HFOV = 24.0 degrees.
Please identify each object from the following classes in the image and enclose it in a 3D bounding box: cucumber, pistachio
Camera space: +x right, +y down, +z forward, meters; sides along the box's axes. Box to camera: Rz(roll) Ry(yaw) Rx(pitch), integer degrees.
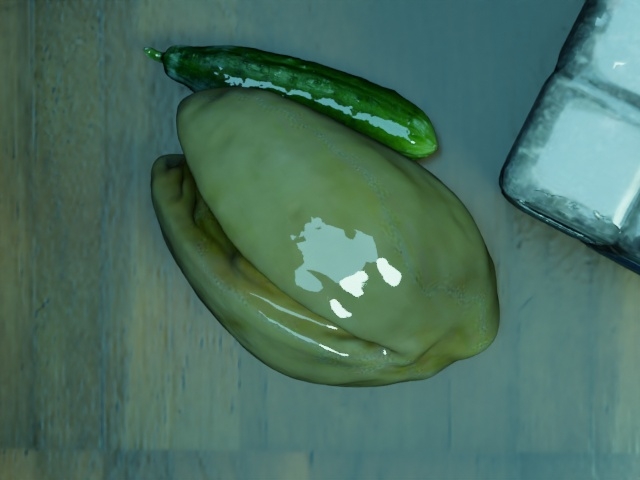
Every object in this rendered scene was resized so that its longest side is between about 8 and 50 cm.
[{"bbox_3d":[-0.013,-0.074,0.753,0.155,0.037,0.037,17,91,5],"label":"cucumber"},{"bbox_3d":[0.000,0.000,0.714,0.185,0.124,0.124,41,94,10],"label":"pistachio"}]

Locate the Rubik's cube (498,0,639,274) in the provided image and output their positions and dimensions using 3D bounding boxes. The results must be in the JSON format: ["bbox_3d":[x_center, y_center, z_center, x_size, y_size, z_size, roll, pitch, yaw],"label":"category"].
[{"bbox_3d":[0.224,-0.070,0.621,0.237,0.237,0.238,28,92,8],"label":"Rubik's cube"}]
